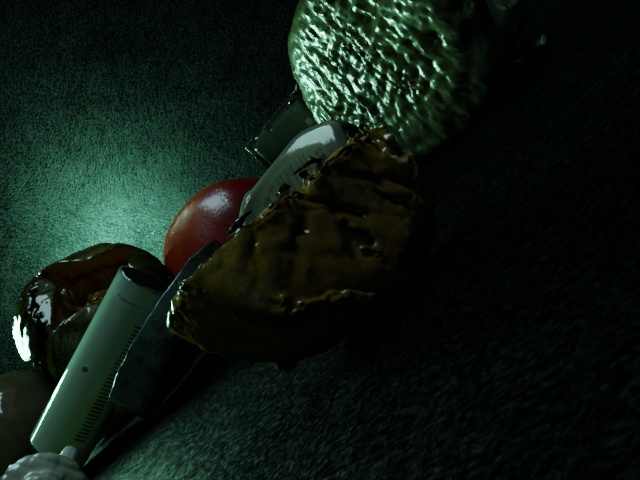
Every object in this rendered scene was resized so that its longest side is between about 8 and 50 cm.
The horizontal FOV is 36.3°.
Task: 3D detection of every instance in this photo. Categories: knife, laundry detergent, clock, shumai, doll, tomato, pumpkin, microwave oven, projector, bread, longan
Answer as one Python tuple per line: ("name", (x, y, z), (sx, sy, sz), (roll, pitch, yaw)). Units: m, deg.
("knife", (0.306, -0.295, 1.694), (0.061, 0.027, 0.343), (-49, 9, -18))
("laundry detergent", (-0.021, -0.035, 1.331), (0.253, 0.181, 0.091), (-40, -20, 25))
("clock", (-0.225, 0.144, 1.568), (0.312, 0.061, 0.312), (-58, -4, -7))
("shumai", (0.169, -0.328, 1.544), (0.323, 0.324, 0.397), (-36, 1, -39))
("doll", (-0.355, 0.333, 1.270), (0.138, 0.119, 0.293), (-60, 4, -16))
("tomato", (-0.173, 0.001, 1.913), (0.298, 0.226, 0.298), (-47, 3, 3))
("pumpkin", (-0.406, 0.139, 1.800), (0.320, 0.321, 0.192), (-48, -34, -43))
("microwave oven", (0.008, -0.191, 1.975), (0.178, 0.247, 0.188), (-44, 3, 29))
("projector", (-0.358, 0.208, 1.611), (0.337, 0.108, 0.108), (-61, 3, 8))
("bread", (0.001, 0.020, 0.860), (0.260, 0.147, 0.160), (-43, -6, -40))
("longan", (-0.546, 0.363, 1.774), (0.258, 0.258, 0.258), (-43, 5, 5))

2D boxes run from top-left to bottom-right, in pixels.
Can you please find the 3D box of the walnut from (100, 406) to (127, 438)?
("walnut", (-0.456, 0.330, 1.943), (0.162, 0.140, 0.140), (-21, 14, 24))
